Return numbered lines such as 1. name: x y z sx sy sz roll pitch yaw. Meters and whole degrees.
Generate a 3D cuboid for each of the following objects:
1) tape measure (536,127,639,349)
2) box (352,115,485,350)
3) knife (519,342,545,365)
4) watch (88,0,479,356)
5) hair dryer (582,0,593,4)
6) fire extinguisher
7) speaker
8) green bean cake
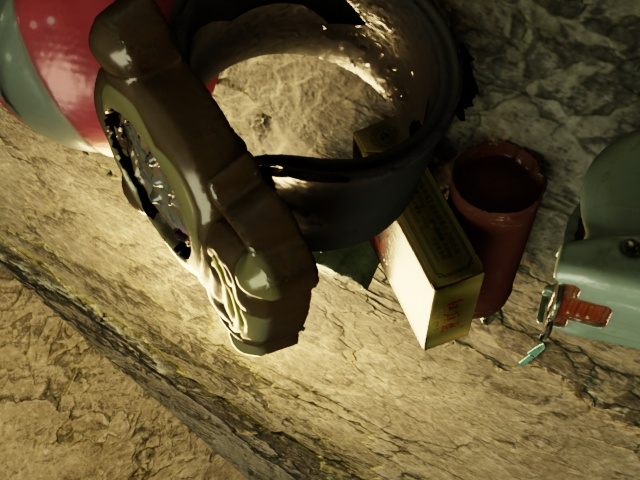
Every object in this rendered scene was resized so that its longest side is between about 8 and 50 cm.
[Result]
1. tape measure: 0.337 0.001 0.724 0.243 0.246 0.125 15 149 10
2. box: 0.109 -0.008 0.979 0.159 0.071 0.240 84 164 -58
3. knife: 0.325 0.174 1.249 0.014 0.005 0.091 29 151 3
4. watch: -0.018 -0.108 0.803 0.335 0.327 0.314 53 159 19
5. hair dryer: 0.196 -0.266 0.667 0.155 0.044 0.183 22 153 22
6. fire extinguisher: 0.188 0.007 1.041 0.147 0.106 0.337 52 161 28
7. speaker: -0.258 -0.238 0.964 0.294 0.294 0.294 24 150 15
8. green bean cake: 0.000 0.000 1.161 0.185 0.094 0.183 30 175 3
